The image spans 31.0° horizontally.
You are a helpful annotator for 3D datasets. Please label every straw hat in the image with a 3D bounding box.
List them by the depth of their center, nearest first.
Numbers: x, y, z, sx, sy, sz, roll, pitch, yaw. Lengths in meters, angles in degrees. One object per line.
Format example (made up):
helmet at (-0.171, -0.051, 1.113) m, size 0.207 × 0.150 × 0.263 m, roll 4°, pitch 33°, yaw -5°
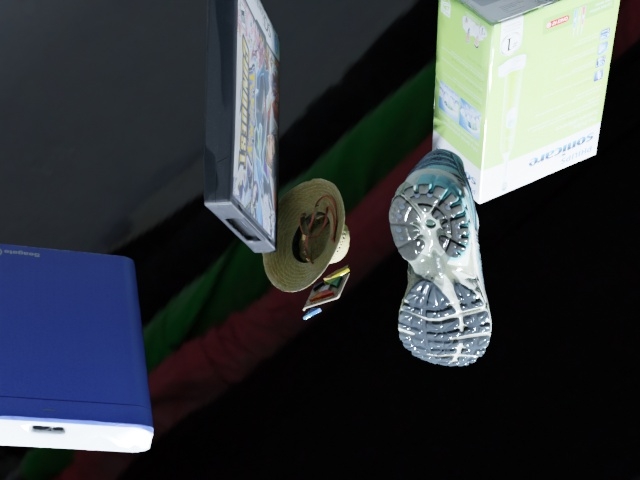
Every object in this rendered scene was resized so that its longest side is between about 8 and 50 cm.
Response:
straw hat at (0.000, 0.000, 1.375) m, size 0.144 × 0.061 × 0.144 m, roll -19°, pitch -117°, yaw 44°

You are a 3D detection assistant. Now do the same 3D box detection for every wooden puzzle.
wooden puzzle at (0.008, 0.077, 1.807) m, size 0.079 × 0.014 × 0.116 m, roll -26°, pitch -160°, yaw 21°

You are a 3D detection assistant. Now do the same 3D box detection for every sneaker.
sneaker at (0.151, 0.023, 1.333) m, size 0.110 × 0.283 × 0.122 m, roll 6°, pitch -142°, yaw 16°

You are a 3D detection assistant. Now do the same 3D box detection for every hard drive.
hard drive at (-0.302, 0.109, 1.279) m, size 0.318 × 0.210 × 0.040 m, roll -111°, pitch -148°, yaw -56°

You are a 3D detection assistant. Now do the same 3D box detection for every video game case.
video game case at (-0.083, -0.144, 1.290) m, size 0.035 × 0.248 × 0.274 m, roll -2°, pitch -102°, yaw 8°

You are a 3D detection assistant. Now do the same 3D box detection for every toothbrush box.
toothbrush box at (0.267, -0.219, 1.530) m, size 0.206 × 0.283 × 0.122 m, roll -23°, pitch -135°, yaw -21°
